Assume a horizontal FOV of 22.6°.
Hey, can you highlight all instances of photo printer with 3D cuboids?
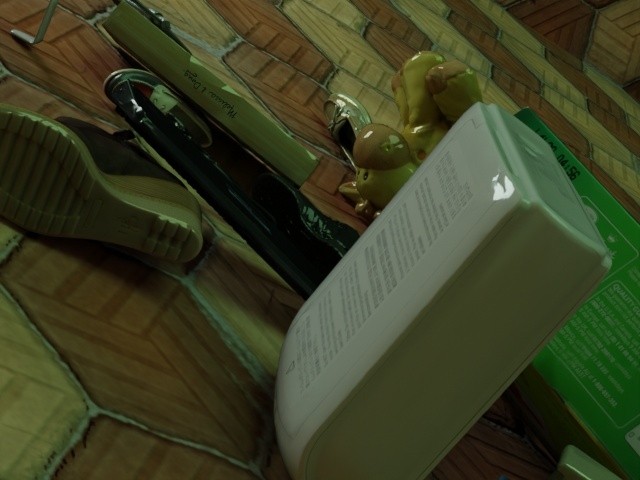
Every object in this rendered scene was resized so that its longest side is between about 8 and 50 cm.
[{"bbox_3d":[0.077,0.060,1.250,0.107,0.307,0.256,35,16,-15],"label":"photo printer"}]

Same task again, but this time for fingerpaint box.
[{"bbox_3d":[0.293,0.149,1.472,0.445,0.163,0.371,53,-4,36],"label":"fingerpaint box"}]

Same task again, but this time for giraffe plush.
[{"bbox_3d":[0.107,-0.098,1.881,0.210,0.171,0.181,61,-16,2],"label":"giraffe plush"}]

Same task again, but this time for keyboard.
[{"bbox_3d":[-0.082,-0.031,1.508,0.317,0.033,0.201,47,5,-20],"label":"keyboard"}]

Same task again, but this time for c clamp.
[{"bbox_3d":[-0.202,-0.259,1.824,0.137,0.022,0.161,42,-5,-39],"label":"c clamp"}]

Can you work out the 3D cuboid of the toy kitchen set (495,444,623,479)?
[{"bbox_3d":[0.206,0.237,1.310,0.122,0.166,0.207,40,19,3],"label":"toy kitchen set"}]

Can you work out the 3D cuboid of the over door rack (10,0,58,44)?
[{"bbox_3d":[-0.402,-0.307,1.507,0.324,0.108,0.239,40,19,0],"label":"over door rack"}]

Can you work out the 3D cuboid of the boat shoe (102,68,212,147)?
[{"bbox_3d":[-0.166,-0.135,1.657,0.137,0.049,0.043,28,22,-44],"label":"boat shoe"}]

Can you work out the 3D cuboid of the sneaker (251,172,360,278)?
[{"bbox_3d":[0.002,-0.002,1.667,0.170,0.051,0.089,49,20,14],"label":"sneaker"}]

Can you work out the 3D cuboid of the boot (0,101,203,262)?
[{"bbox_3d":[-0.221,-0.066,1.379,0.248,0.090,0.207,29,9,-26],"label":"boot"}]

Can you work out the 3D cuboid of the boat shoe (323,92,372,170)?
[{"bbox_3d":[0.040,-0.132,2.041,0.048,0.056,0.153,-12,54,-30],"label":"boat shoe"}]

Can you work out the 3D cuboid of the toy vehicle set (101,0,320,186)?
[{"bbox_3d":[-0.115,-0.152,1.728,0.267,0.035,0.166,39,-1,-1],"label":"toy vehicle set"}]
